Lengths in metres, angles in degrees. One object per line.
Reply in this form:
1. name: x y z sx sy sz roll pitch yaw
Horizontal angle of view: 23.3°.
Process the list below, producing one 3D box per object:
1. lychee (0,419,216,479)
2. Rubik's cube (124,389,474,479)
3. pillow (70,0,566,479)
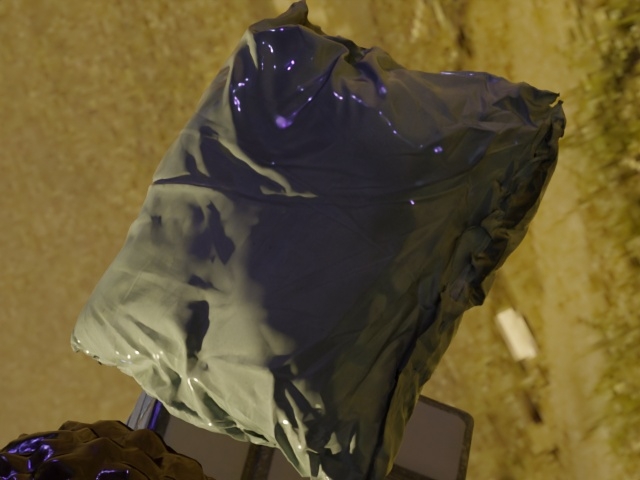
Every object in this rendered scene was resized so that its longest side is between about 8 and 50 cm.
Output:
1. lychee: -0.089 0.208 0.619 0.236 0.236 0.271 -8 86 61
2. Rubik's cube: -0.064 0.293 1.444 0.304 0.301 0.305 24 141 -9
3. pillow: 0.000 0.000 1.039 0.283 0.310 0.138 29 177 38
